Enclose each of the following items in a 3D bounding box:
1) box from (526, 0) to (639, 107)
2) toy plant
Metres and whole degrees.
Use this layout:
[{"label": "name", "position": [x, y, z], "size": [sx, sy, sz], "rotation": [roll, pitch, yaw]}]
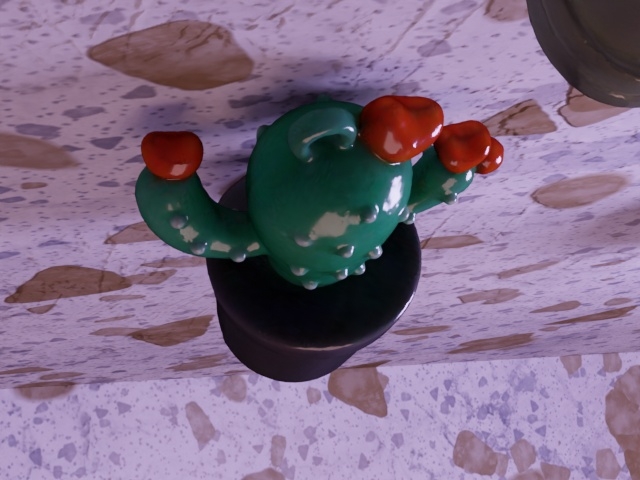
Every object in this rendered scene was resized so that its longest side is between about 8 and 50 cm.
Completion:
[{"label": "box", "position": [0.288, -0.191, 0.424], "size": [0.352, 0.177, 0.344], "rotation": [-3, 164, -19]}, {"label": "toy plant", "position": [-0.013, -0.003, 1.073], "size": [0.279, 0.185, 0.400], "rotation": [14, 157, -3]}]
